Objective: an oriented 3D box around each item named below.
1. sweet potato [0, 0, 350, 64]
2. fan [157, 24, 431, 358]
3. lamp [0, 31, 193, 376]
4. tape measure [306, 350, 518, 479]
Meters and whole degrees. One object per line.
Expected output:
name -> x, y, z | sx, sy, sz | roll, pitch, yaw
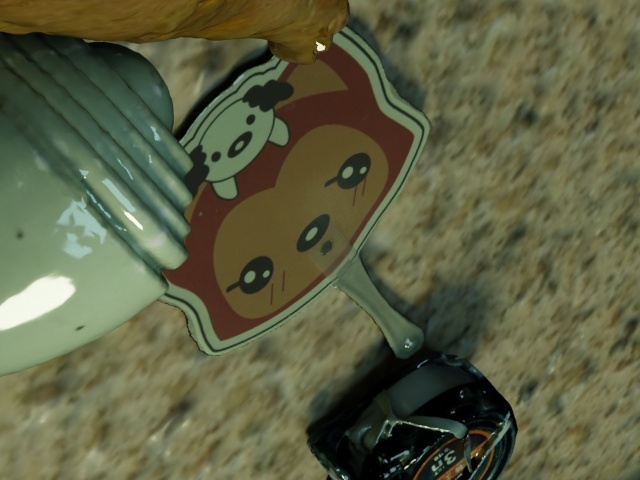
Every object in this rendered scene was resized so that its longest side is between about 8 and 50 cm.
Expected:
sweet potato -> -0.066, -0.111, 0.483 | 0.131, 0.131, 0.337 | -57, 145, 6
fan -> 0.000, 0.000, 0.766 | 0.132, 0.009, 0.220 | -47, 145, -4
lamp -> -0.121, 0.012, 0.563 | 0.193, 0.106, 0.106 | -41, 145, 0
tape measure -> 0.044, 0.098, 0.866 | 0.094, 0.054, 0.091 | -32, 143, -18
